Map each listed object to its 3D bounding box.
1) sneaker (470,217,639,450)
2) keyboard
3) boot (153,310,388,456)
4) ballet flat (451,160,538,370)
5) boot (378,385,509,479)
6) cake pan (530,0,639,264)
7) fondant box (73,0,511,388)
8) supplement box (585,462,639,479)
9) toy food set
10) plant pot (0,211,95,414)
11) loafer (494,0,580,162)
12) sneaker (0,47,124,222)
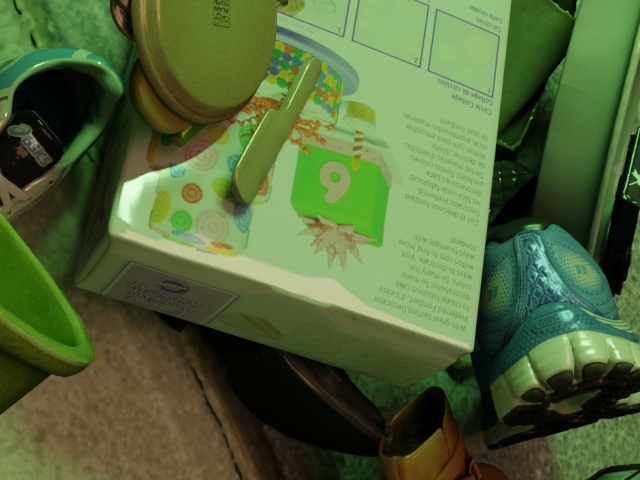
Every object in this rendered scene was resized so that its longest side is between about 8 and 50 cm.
[{"bbox_3d":[0.163,0.062,0.976,0.130,0.330,0.147,-14,73,1],"label":"sneaker"},{"bbox_3d":[0.255,-0.011,1.149,0.180,0.023,0.108,74,26,-64],"label":"keyboard"},{"bbox_3d":[0.000,0.000,0.964,0.263,0.091,0.229,47,57,-20],"label":"boot"},{"bbox_3d":[0.131,0.020,1.081,0.057,0.049,0.173,13,90,-42],"label":"ballet flat"},{"bbox_3d":[0.095,0.170,0.969,0.197,0.073,0.152,-59,135,-64],"label":"boot"},{"bbox_3d":[0.220,-0.090,1.083,0.293,0.054,0.293,13,90,-77],"label":"cake pan"},{"bbox_3d":[-0.005,-0.096,0.893,0.238,0.096,0.330,19,62,-18],"label":"fondant box"},{"bbox_3d":[0.235,0.268,0.980,0.104,0.081,0.188,-23,91,-36],"label":"supplement box"},{"bbox_3d":[-0.072,-0.125,0.761,0.132,0.039,0.192,-62,139,-32],"label":"toy food set"},{"bbox_3d":[-0.338,0.031,0.496,0.353,0.366,0.366,-43,112,-5],"label":"plant pot"},{"bbox_3d":[0.166,-0.177,1.135,0.094,0.087,0.251,33,62,-30],"label":"loafer"},{"bbox_3d":[-0.209,-0.038,0.804,0.085,0.086,0.237,52,55,-21],"label":"sneaker"}]
